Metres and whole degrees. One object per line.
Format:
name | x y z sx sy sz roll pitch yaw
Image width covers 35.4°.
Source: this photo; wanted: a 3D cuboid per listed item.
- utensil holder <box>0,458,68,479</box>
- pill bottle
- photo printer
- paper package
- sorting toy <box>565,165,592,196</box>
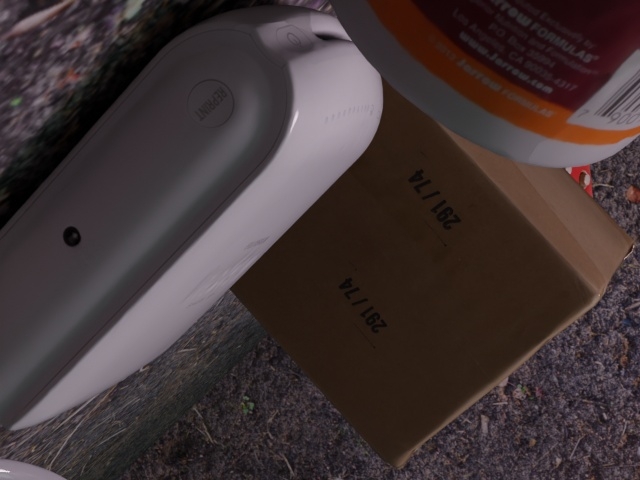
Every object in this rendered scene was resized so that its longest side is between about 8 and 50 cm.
utensil holder | -0.407 0.470 1.055 0.385 0.328 0.327 -44 175 27
pill bottle | 0.177 -0.229 0.436 0.224 0.224 0.392 -38 172 -44
photo printer | -0.087 -0.027 0.673 0.307 0.107 0.256 -45 175 14
paper package | 0.086 0.001 0.998 0.309 0.325 0.168 -46 174 29
sorting toy | 0.231 -0.083 1.178 0.089 0.255 0.257 5 -129 43
